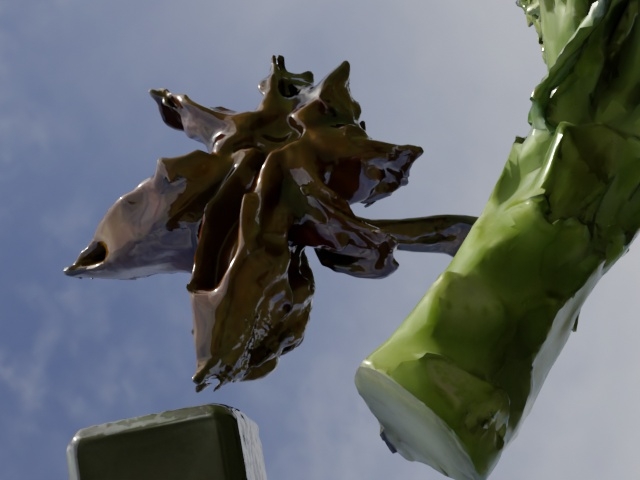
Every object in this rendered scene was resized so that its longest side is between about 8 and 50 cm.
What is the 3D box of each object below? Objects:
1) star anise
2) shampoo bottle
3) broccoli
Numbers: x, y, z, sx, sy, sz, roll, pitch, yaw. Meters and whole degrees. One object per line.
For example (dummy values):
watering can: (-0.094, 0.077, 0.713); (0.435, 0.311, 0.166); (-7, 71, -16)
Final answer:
star anise: (0.004, -0.005, 1.085); (0.346, 0.148, 0.237); (2, -117, -4)
shampoo bottle: (-0.050, 0.200, 0.727); (0.079, 0.080, 0.246); (55, -156, -74)
broccoli: (0.137, -0.044, 0.887); (0.221, 0.252, 0.361); (27, -139, 20)
